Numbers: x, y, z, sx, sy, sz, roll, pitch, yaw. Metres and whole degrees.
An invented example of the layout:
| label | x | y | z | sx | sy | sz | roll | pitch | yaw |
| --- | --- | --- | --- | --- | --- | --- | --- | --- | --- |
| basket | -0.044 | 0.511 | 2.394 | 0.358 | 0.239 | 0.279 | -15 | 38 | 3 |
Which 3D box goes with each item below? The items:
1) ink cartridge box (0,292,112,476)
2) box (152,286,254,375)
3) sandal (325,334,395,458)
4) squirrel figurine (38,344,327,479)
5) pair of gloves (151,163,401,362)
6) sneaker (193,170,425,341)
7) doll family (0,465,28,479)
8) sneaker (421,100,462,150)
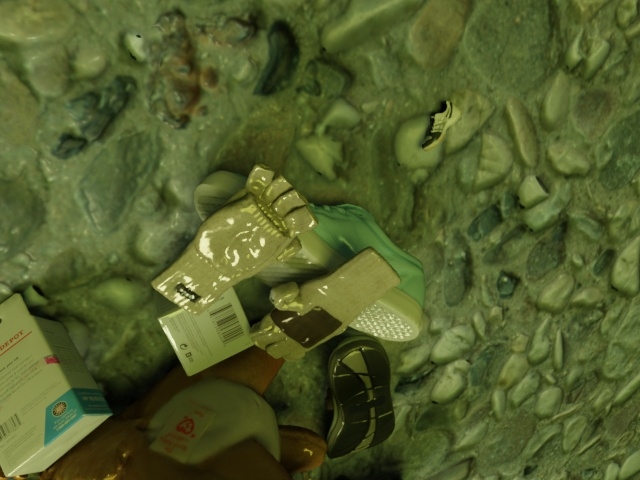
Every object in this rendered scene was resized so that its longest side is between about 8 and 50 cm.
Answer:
| label | x | y | z | sx | sy | sz | roll | pitch | yaw |
| --- | --- | --- | --- | --- | --- | --- | --- | --- | --- |
| ink cartridge box | -0.345 | 0.165 | 0.556 | 0.104 | 0.181 | 0.061 | -38 | 160 | -6 |
| box | -0.157 | 0.103 | 0.632 | 0.102 | 0.087 | 0.101 | -24 | 117 | -13 |
| sandal | 0.060 | 0.259 | 0.782 | 0.120 | 0.086 | 0.303 | -9 | 124 | -15 |
| squirrel figurine | -0.173 | 0.380 | 0.664 | 0.396 | 0.281 | 0.371 | -14 | 125 | -8 |
| pair of gloves | -0.046 | 0.044 | 0.560 | 0.240 | 0.042 | 0.204 | 36 | 112 | -26 |
| sneaker | 0.000 | 0.000 | 0.665 | 0.366 | 0.135 | 0.150 | 36 | 50 | -19 |
| doll family | -0.476 | 0.338 | 0.584 | 0.163 | 0.118 | 0.263 | -43 | 138 | -11 |
| sneaker | 0.176 | -0.175 | 0.711 | 0.037 | 0.032 | 0.083 | 39 | 86 | -17 |
